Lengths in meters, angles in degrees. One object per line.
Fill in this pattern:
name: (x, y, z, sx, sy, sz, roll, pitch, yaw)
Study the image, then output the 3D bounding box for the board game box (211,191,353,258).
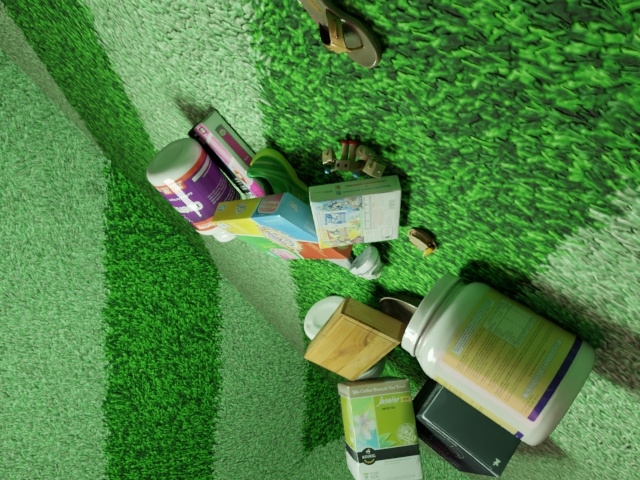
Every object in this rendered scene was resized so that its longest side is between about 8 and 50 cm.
board game box: (-0.104, -0.029, 1.350, 0.242, 0.064, 0.317, 32, 158, -35)

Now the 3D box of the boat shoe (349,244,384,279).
boat shoe: (0.142, 0.067, 1.429, 0.076, 0.083, 0.226, 30, 173, -2)

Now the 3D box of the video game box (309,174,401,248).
video game box: (0.078, -0.057, 1.128, 0.205, 0.187, 0.048, 79, -178, -61)

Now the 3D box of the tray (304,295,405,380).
tray: (0.099, 0.340, 1.708, 0.203, 0.076, 0.411, 26, 144, -3)

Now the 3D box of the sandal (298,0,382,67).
sandal: (0.019, -0.330, 0.801, 0.180, 0.049, 0.072, 43, 161, -5)

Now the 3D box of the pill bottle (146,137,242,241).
pill bottle: (-0.361, -0.143, 1.569, 0.182, 0.181, 0.323, 20, 155, 46)

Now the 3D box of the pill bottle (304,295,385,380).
pill bottle: (0.105, 0.399, 2.015, 0.204, 0.204, 0.361, 18, 150, 49)

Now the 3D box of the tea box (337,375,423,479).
tea box: (0.199, 0.658, 1.827, 0.329, 0.220, 0.323, 109, 154, -77)

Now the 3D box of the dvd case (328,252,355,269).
dvd case: (0.000, 0.000, 1.604, 0.239, 0.029, 0.179, 21, 153, 44)

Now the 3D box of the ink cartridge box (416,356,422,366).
ink cartridge box: (0.343, 0.348, 1.515, 0.109, 0.063, 0.150, 24, 155, 41)

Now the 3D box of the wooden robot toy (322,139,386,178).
wooden robot toy: (0.081, -0.164, 1.067, 0.079, 0.076, 0.173, 10, -176, -40)

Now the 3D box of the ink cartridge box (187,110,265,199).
ink cartridge box: (-0.227, -0.211, 1.529, 0.371, 0.069, 0.176, 45, 161, -20)

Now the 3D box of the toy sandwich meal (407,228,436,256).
toy sandwich meal: (0.228, 0.005, 1.173, 0.086, 0.029, 0.085, 36, 161, 15)

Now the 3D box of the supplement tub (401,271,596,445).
supplement tub: (0.367, 0.238, 1.096, 0.331, 0.241, 0.241, 33, 160, 24)

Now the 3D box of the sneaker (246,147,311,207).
sneaker: (-0.086, -0.108, 1.381, 0.295, 0.123, 0.109, 47, 160, -18)

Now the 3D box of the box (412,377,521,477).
box: (0.483, 0.635, 1.800, 0.294, 0.212, 0.395, 38, 162, 11)

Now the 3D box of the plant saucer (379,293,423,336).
plant saucer: (0.316, 0.259, 1.539, 0.311, 0.050, 0.310, 37, 161, 15)
